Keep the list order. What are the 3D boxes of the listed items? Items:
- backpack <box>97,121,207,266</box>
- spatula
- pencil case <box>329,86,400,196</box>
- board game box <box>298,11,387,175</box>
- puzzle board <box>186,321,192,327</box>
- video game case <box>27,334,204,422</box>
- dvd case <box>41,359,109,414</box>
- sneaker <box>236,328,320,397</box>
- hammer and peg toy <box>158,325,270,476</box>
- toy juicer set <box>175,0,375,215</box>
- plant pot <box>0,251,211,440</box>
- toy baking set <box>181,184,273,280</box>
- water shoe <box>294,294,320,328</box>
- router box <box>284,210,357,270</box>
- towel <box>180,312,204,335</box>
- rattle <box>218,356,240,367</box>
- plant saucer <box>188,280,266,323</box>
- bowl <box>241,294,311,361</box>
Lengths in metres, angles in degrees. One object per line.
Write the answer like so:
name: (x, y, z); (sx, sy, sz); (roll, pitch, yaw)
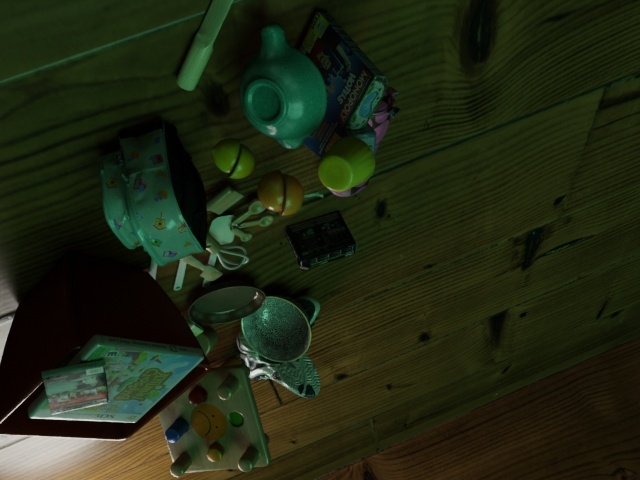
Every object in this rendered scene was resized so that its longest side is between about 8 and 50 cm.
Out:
backpack: (-0.244, -0.058, 0.997); (0.144, 0.188, 0.166); (-23, 149, -5)
spatula: (-0.258, 0.035, 1.283); (0.168, 0.019, 0.242); (-9, 144, -26)
pencil case: (0.067, -0.172, 1.149); (0.098, 0.095, 0.209); (-31, 157, -32)
board game box: (0.027, -0.194, 0.977); (0.060, 0.194, 0.194); (-15, 150, -41)
puzzle board: (-0.346, 0.188, 1.392); (0.128, 0.011, 0.096); (20, 128, -36)
video game case: (-0.323, 0.227, 1.061); (0.193, 0.023, 0.212); (18, 127, -44)
dvd case: (-0.364, 0.220, 0.996); (0.087, 0.013, 0.119); (-9, 144, -20)
sneaker: (-0.109, 0.309, 1.624); (0.094, 0.235, 0.153); (-57, 176, -29)
hammer and peg toy: (-0.281, 0.376, 1.576); (0.266, 0.361, 0.127); (-12, -170, 18)
toy juicer set: (-0.083, -0.187, 0.940); (0.209, 0.329, 0.089); (-28, -171, 36)
plant pot: (-0.400, 0.178, 1.181); (0.267, 0.236, 0.267); (-40, 143, 23)
toy baking set: (-0.193, 0.000, 1.232); (0.197, 0.030, 0.256); (6, 135, -40)
water shoe: (-0.049, 0.189, 1.625); (0.080, 0.073, 0.203); (-25, 160, -46)
router box: (0.000, 0.000, 1.344); (0.122, 0.092, 0.038); (-17, 148, -13)
towel: (-0.337, 0.182, 1.417); (0.113, 0.023, 0.152); (-30, 138, 14)
rattle: (-0.286, 0.388, 1.761); (0.130, 0.143, 0.199); (15, 155, 1)
plant saucer: (-0.202, 0.130, 1.436); (0.168, 0.029, 0.168); (-13, 151, -7)
bowl: (-0.090, 0.187, 1.534); (0.170, 0.170, 0.080); (-45, -178, 28)
